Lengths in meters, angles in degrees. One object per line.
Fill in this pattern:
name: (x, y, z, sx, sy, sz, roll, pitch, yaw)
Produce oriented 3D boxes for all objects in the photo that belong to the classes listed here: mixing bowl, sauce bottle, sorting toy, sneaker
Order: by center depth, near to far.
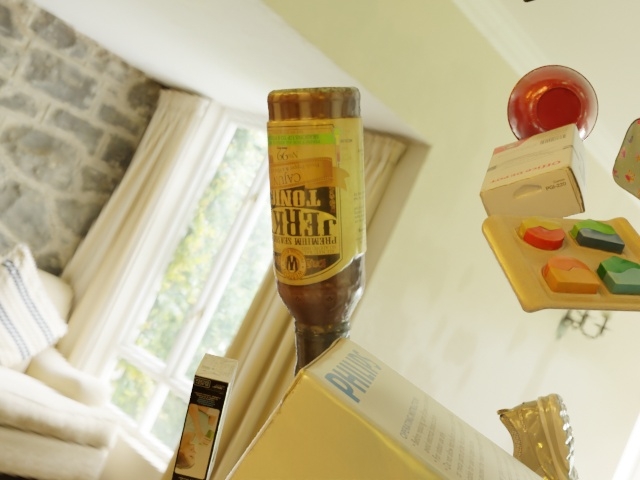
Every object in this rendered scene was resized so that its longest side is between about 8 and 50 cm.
sauce bottle: (0.000, 0.000, 0.917, 0.111, 0.345, 0.111, -4, 8, 0)
sorting toy: (0.333, 0.021, 1.037, 0.208, 0.038, 0.193, -1, 36, -9)
sneaker: (0.338, 0.380, 1.230, 0.115, 0.282, 0.105, -12, -18, 24)
mixing bowl: (0.464, -0.258, 1.597, 0.181, 0.182, 0.098, 24, 12, 5)

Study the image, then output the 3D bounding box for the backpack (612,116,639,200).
backpack: (0.543, -0.133, 1.215, 0.144, 0.189, 0.166, 5, 27, -21)

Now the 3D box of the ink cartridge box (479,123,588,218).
ink cartridge box: (0.378, -0.109, 1.410, 0.158, 0.092, 0.218, -16, 18, 26)

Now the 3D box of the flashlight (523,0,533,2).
flashlight: (0.486, -0.500, 1.394, 0.304, 0.103, 0.103, -8, -20, 34)

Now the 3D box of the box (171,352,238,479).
box: (-0.280, 0.439, 1.953, 0.087, 0.290, 0.169, 14, 9, -1)

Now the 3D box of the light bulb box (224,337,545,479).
light bulb box: (0.049, 0.324, 0.599, 0.361, 0.358, 0.225, 35, 4, 8)
